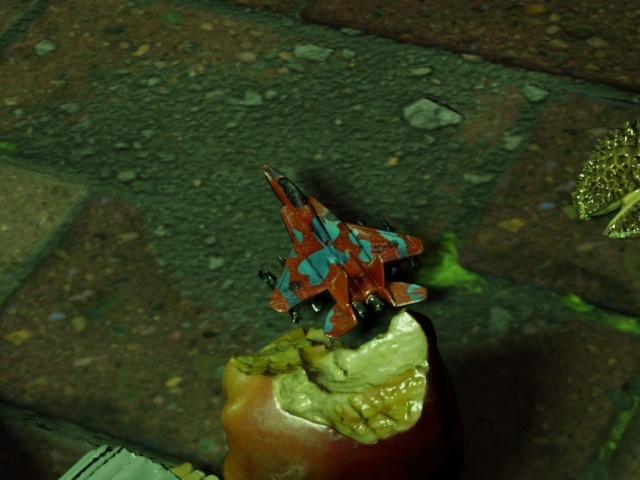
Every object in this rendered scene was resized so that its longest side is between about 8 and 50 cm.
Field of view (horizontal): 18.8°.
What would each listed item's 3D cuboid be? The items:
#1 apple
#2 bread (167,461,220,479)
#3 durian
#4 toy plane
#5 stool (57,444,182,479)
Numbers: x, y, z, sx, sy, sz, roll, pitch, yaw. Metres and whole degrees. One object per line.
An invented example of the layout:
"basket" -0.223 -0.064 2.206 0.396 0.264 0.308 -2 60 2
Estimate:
"apple" 0.012 0.125 1.288 0.158 0.147 0.156 -14 24 7
"bread" -0.077 0.182 1.322 0.088 0.033 0.049 20 34 22
"durian" 0.265 -0.059 1.508 0.140 0.071 0.110 -13 42 -13
"toy plane" 0.001 0.003 1.489 0.130 0.061 0.189 -24 40 -16
"stool" -0.152 0.321 1.003 0.330 0.297 0.297 -37 50 -23
